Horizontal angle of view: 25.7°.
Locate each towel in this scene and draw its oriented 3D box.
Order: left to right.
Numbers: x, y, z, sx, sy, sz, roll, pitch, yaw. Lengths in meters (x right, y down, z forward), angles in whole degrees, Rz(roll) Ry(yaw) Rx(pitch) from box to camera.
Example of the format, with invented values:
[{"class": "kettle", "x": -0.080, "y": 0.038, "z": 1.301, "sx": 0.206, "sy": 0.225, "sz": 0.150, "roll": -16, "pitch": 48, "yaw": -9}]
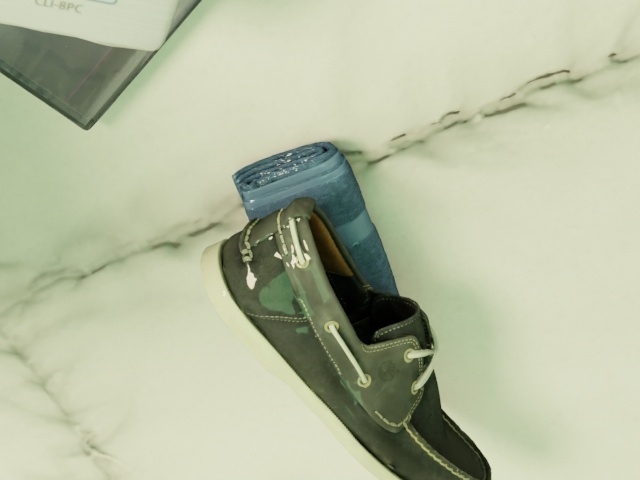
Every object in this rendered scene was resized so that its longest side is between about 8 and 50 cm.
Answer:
[{"class": "towel", "x": 0.000, "y": 0.000, "z": 0.820, "sx": 0.067, "sy": 0.029, "sz": 0.119, "roll": -19, "pitch": 121, "yaw": 8}]

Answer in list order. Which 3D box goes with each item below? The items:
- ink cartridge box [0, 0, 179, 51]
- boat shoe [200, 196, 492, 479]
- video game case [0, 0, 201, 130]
[{"class": "ink cartridge box", "x": -0.161, "y": -0.257, "z": 0.510, "sx": 0.308, "sy": 0.091, "sz": 0.385, "roll": 10, "pitch": 138, "yaw": -17}, {"class": "boat shoe", "x": 0.033, "y": 0.072, "z": 0.800, "sx": 0.079, "sy": 0.084, "sz": 0.233, "roll": -34, "pitch": 115, "yaw": 16}, {"class": "video game case", "x": -0.167, "y": -0.200, "z": 0.687, "sx": 0.274, "sy": 0.026, "sz": 0.196, "roll": 36, "pitch": 113, "yaw": -22}]
